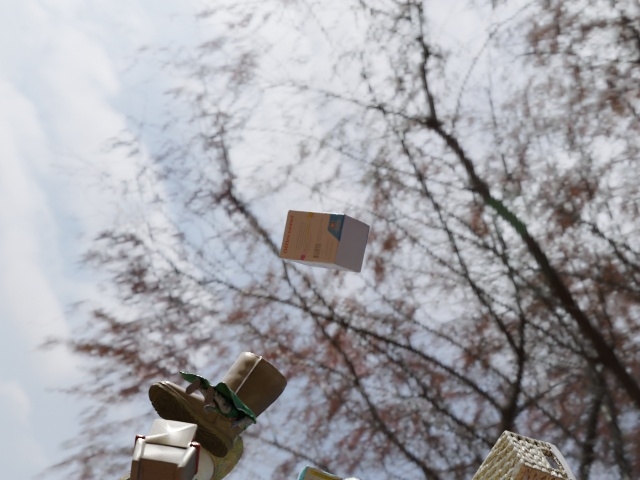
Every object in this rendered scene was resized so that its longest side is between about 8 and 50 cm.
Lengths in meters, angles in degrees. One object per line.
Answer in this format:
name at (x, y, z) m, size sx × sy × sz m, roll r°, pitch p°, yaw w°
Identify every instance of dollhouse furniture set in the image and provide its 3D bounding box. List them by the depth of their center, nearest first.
dollhouse furniture set at (-0.245, 0.426, 1.547) m, size 0.135 × 0.262 × 0.259 m, roll -77°, pitch 176°, yaw -74°

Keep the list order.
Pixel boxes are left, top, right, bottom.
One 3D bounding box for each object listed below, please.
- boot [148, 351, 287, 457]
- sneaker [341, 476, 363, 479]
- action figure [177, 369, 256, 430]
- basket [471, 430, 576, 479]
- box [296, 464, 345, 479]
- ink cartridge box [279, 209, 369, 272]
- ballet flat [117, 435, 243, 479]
boot at (-0.231, 0.339, 2.265) m, size 0.236 × 0.269 × 0.089 m, roll 42°, pitch -51°, yaw 0°
sneaker at (0.073, 0.516, 1.536) m, size 0.147 × 0.145 × 0.384 m, roll -118°, pitch -154°, yaw -48°
action figure at (-0.189, 0.333, 2.000) m, size 0.137 × 0.063 × 0.232 m, roll 23°, pitch -16°, yaw 30°
basket at (0.309, 0.403, 1.589) m, size 0.167 × 0.103 × 0.113 m, roll -62°, pitch -162°, yaw 16°
box at (-0.025, 0.597, 2.051) m, size 0.060 × 0.101 × 0.244 m, roll 127°, pitch -16°, yaw -64°
ink cartridge box at (0.000, 0.000, 1.810) m, size 0.143 × 0.090 × 0.092 m, roll 7°, pitch -98°, yaw 36°
ballet flat at (-0.331, 0.534, 2.240) m, size 0.123 × 0.349 × 0.123 m, roll 58°, pitch 12°, yaw -21°
